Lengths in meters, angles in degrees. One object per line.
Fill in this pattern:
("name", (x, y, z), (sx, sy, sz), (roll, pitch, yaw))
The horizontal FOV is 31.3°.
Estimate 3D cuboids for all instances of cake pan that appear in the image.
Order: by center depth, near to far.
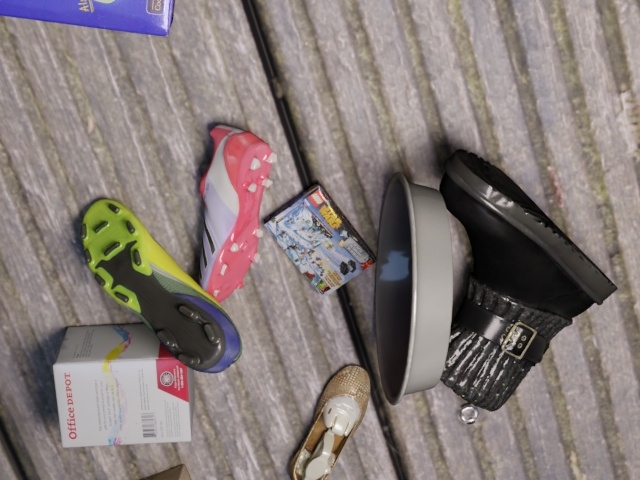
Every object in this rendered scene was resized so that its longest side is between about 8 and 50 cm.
("cake pan", (0.116, 0.061, 1.442), (0.054, 0.293, 0.293), (2, 109, -5))

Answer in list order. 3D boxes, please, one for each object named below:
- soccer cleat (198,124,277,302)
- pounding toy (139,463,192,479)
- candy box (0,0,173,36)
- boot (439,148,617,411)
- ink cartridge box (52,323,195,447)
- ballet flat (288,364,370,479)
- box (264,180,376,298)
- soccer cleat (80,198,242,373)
("soccer cleat", (-0.127, -0.033, 1.519), (0.095, 0.083, 0.248), (32, 121, 29))
("pounding toy", (-0.233, 0.415, 1.658), (0.130, 0.100, 0.141), (-20, 98, 3))
("candy box", (-0.320, -0.400, 1.347), (0.317, 0.122, 0.268), (7, 110, -7))
("boot", (0.210, 0.066, 1.505), (0.260, 0.131, 0.348), (-44, 121, 11))
("ink cartridge box", (-0.263, 0.193, 1.551), (0.176, 0.127, 0.128), (-2, 110, -3))
("ballet flat", (0.017, 0.276, 1.629), (0.073, 0.067, 0.206), (21, 106, -9))
("box", (0.000, 0.000, 1.554), (0.094, 0.027, 0.137), (-34, 108, 10))
("soccer cleat", (-0.210, 0.063, 1.497), (0.093, 0.121, 0.289), (-46, 70, 7))
